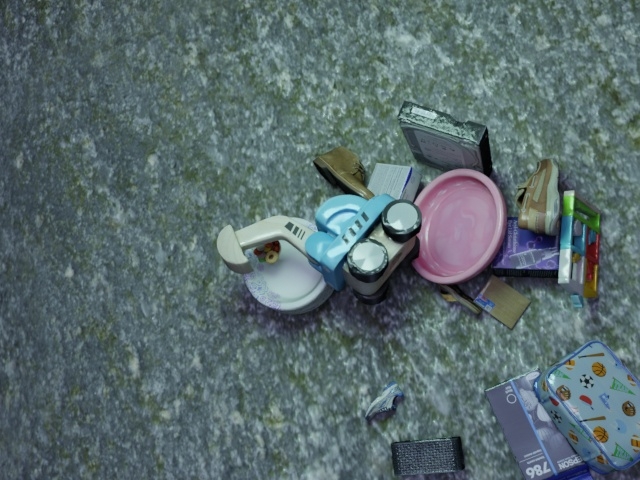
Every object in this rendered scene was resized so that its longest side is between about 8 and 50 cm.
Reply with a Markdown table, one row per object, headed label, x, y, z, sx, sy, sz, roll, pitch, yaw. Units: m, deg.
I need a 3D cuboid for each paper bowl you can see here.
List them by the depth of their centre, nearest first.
| label | x | y | z | sx | sy | sz | roll | pitch | yaw |
| --- | --- | --- | --- | --- | --- | --- | --- | --- | --- |
| paper bowl | -0.080 | 0.082 | 1.947 | 0.284 | 0.148 | 0.284 | -5 | 74 | 17 |

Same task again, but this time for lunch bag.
| label | x | y | z | sx | sy | sz | roll | pitch | yaw |
| --- | --- | --- | --- | --- | --- | --- | --- | --- | --- |
| lunch bag | 0.712 | 0.417 | 1.611 | 0.243 | 0.115 | 0.303 | -27 | 69 | -20 |

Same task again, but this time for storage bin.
| label | x | y | z | sx | sy | sz | roll | pitch | yaw |
| --- | --- | --- | --- | --- | --- | --- | --- | --- | --- |
| storage bin | 0.287 | 0.575 | 1.717 | 0.180 | 0.122 | 0.084 | -9 | 74 | 15 |

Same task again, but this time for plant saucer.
| label | x | y | z | sx | sy | sz | roll | pitch | yaw |
| --- | --- | --- | --- | --- | --- | --- | --- | --- | --- |
| plant saucer | 0.389 | -0.034 | 1.808 | 0.332 | 0.084 | 0.332 | -22 | 60 | 44 |

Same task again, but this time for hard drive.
| label | x | y | z | sx | sy | sz | roll | pitch | yaw |
| --- | --- | --- | --- | --- | --- | --- | --- | --- | --- |
| hard drive | 0.357 | -0.266 | 1.803 | 0.237 | 0.339 | 0.064 | 23 | 86 | 20 |

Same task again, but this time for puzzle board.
| label | x | y | z | sx | sy | sz | roll | pitch | yaw |
| --- | --- | --- | --- | --- | --- | --- | --- | --- | --- |
| puzzle board | 0.509 | 0.171 | 1.801 | 0.128 | 0.011 | 0.096 | 36 | 86 | 8 |

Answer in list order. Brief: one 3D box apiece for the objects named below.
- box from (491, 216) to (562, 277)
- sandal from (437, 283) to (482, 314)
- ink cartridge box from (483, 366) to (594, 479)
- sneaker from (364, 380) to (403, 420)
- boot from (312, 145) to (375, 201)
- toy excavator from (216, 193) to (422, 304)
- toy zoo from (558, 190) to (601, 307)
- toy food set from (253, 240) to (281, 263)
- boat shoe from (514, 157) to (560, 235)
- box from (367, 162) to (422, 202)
| label | x | y | z | sx | sy | sz | roll | pitch | yaw |
| --- | --- | --- | --- | --- | --- | --- | --- | --- | --- |
| box | 0.582 | 0.019 | 1.782 | 0.207 | 0.108 | 0.153 | 0 | 75 | 17 |
| sandal | 0.380 | 0.158 | 1.836 | 0.180 | 0.072 | 0.049 | 41 | 112 | 18 |
| ink cartridge box | 0.574 | 0.517 | 1.678 | 0.165 | 0.065 | 0.332 | -26 | 71 | 8 |
| sneaker | 0.181 | 0.465 | 1.818 | 0.058 | 0.052 | 0.135 | 43 | 91 | 18 |
| boot | 0.095 | -0.201 | 1.956 | 0.115 | 0.112 | 0.305 | -37 | 45 | -5 |
| toy excavator | 0.000 | 0.000 | 1.777 | 0.445 | 0.222 | 0.433 | 36 | 73 | 22 |
| toy zoo | 0.690 | 0.035 | 1.704 | 0.030 | 0.192 | 0.293 | -4 | 74 | 44 |
| toy food set | -0.156 | 0.027 | 1.895 | 0.082 | 0.020 | 0.083 | 11 | 79 | 19 |
| boat shoe | 0.587 | -0.129 | 1.741 | 0.116 | 0.123 | 0.324 | 0 | 31 | 19 |
| box | 0.218 | -0.159 | 1.937 | 0.137 | 0.072 | 0.126 | 14 | 80 | 44 |
